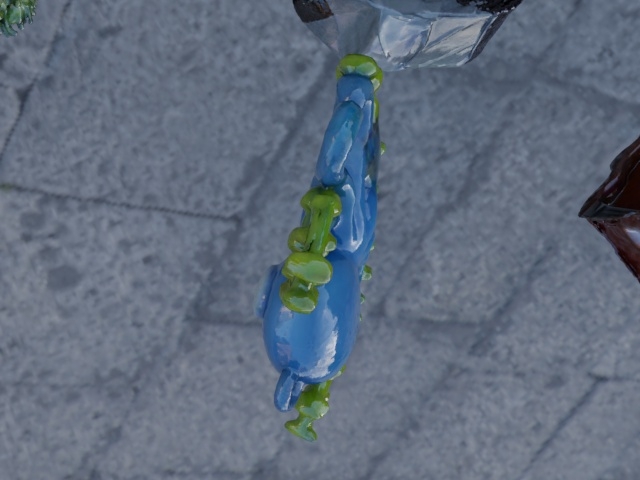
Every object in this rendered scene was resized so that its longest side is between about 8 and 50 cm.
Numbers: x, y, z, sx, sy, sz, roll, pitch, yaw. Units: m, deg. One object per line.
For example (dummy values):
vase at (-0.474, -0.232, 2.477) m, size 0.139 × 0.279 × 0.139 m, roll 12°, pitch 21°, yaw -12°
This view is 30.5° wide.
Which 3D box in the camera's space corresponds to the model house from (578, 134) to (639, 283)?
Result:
model house at (0.429, -0.003, 1.218) m, size 0.254 × 0.160 × 0.196 m, roll 48°, pitch 66°, yaw -17°

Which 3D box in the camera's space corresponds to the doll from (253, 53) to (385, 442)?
doll at (0.000, 0.000, 1.129) m, size 0.099 × 0.341 × 0.346 m, roll 9°, pitch 160°, yaw 8°

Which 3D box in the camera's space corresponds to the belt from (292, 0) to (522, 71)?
belt at (0.108, -0.308, 1.471) m, size 0.289 × 0.184 × 0.164 m, roll -7°, pitch 160°, yaw -28°

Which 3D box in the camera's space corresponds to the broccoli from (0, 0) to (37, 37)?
broccoli at (-0.598, -0.447, 1.805) m, size 0.324 × 0.334 × 0.272 m, roll -32°, pitch 163°, yaw -21°
